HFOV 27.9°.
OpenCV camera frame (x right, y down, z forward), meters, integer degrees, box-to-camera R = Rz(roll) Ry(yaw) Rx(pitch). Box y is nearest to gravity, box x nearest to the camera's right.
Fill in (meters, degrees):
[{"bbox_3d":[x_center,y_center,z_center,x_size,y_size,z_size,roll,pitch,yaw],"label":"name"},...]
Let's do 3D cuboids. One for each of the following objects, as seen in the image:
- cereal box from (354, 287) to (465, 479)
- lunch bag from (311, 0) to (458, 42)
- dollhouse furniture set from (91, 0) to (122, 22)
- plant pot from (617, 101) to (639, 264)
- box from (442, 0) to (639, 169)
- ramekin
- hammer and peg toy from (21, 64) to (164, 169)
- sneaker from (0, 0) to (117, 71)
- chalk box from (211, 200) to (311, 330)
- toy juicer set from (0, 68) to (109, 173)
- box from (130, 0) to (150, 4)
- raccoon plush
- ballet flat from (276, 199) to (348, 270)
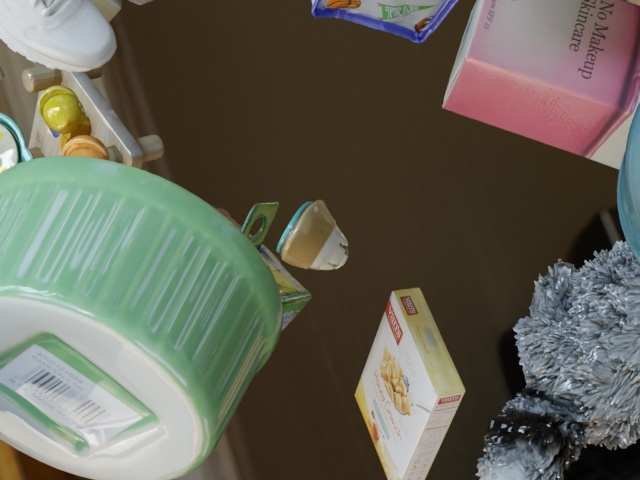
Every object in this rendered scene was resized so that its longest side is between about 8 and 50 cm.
[{"bbox_3d":[0.115,0.203,1.725,0.047,0.173,0.240,-7,-40,-19],"label":"cereal box"},{"bbox_3d":[0.127,-0.520,1.769,0.239,0.327,0.385,8,-25,-22],"label":"lunch bag"},{"bbox_3d":[-0.417,-0.400,2.086,0.144,0.123,0.151,32,-54,-28],"label":"dollhouse furniture set"},{"bbox_3d":[0.402,-0.084,1.175,0.272,0.271,0.255,-22,-21,8],"label":"plant pot"},{"bbox_3d":[0.277,-0.202,1.484,0.232,0.148,0.127,18,-24,0],"label":"box"},{"bbox_3d":[-0.198,0.084,1.149,0.303,0.303,0.148,-28,29,42],"label":"ramekin"},{"bbox_3d":[-0.383,-0.098,1.994,0.127,0.266,0.361,-20,-30,-35],"label":"hammer and peg toy"},{"bbox_3d":[-0.297,-0.259,1.266,0.090,0.235,0.095,-55,8,-27],"label":"sneaker"},{"bbox_3d":[-0.142,0.073,1.603,0.289,0.179,0.180,-48,-12,14],"label":"chalk box"},{"bbox_3d":[-0.409,-0.129,1.641,0.209,0.329,0.089,-54,-22,1],"label":"toy juicer set"},{"bbox_3d":[-0.310,-0.526,2.009,0.127,0.262,0.231,-18,-5,17],"label":"box"},{"bbox_3d":[0.369,0.122,1.422,0.299,0.216,0.446,-51,10,45],"label":"raccoon plush"},{"bbox_3d":[0.000,0.000,1.443,0.080,0.073,0.232,-59,-1,1],"label":"ballet flat"}]
